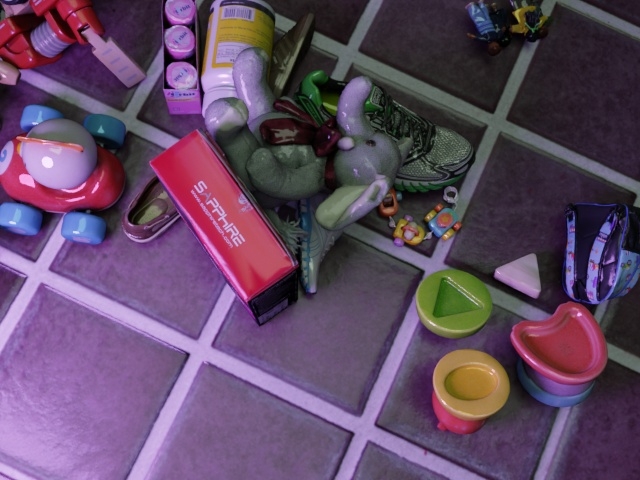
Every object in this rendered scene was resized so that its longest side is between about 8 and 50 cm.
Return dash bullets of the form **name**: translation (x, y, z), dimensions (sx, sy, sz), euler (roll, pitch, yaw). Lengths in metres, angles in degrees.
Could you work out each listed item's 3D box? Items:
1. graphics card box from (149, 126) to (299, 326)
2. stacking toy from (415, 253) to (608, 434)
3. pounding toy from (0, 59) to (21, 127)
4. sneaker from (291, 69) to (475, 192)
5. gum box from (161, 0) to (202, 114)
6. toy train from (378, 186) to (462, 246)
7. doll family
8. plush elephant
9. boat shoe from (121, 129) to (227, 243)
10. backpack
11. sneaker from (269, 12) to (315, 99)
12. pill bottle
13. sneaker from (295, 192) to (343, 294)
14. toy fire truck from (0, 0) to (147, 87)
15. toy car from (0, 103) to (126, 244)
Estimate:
- **graphics card box**: translation (-0.131, -0.001, 1.150), dimensions (0.094, 0.371, 0.233), euler (-36, 82, -7)
- **stacking toy**: translation (0.306, 0.183, 1.306), dimensions (0.308, 0.130, 0.280), euler (-12, 52, -10)
- **pounding toy**: translation (-0.641, -0.214, 1.269), dimensions (0.154, 0.155, 0.270), euler (28, 76, -2)
- **sneaker**: translation (0.107, -0.190, 1.321), dimensions (0.343, 0.146, 0.134), euler (17, 61, -1)
- **gum box**: translation (-0.246, -0.334, 1.357), dimensions (0.062, 0.107, 0.189), euler (-2, 76, -5)
- **toy train**: translation (0.175, -0.055, 1.356), dimensions (0.166, 0.046, 0.125), euler (-3, 77, -5)
- **doll family**: translation (0.362, -0.413, 1.449), dimensions (0.192, 0.076, 0.111), euler (-18, 83, -4)
- **plush elephant**: translation (0.007, -0.140, 1.167), dimensions (0.255, 0.272, 0.330), euler (-13, 113, 14)
- **boat shoe**: translation (-0.239, -0.101, 1.307), dimensions (0.095, 0.095, 0.257), euler (37, 76, 4)
- **backpack**: translation (0.498, 0.026, 1.313), dimensions (0.116, 0.158, 0.173), euler (10, 89, -21)
- **sneaker**: translation (-0.069, -0.348, 1.397), dimensions (0.071, 0.066, 0.188), euler (21, 74, 6)
- **pill bottle**: translation (-0.146, -0.310, 1.326), dimensions (0.119, 0.119, 0.209), euler (6, 75, -3)
- **sneaker**: translation (0.000, 0.000, 1.319), dimensions (0.082, 0.071, 0.191), euler (2, 76, -10)
- **toy fire truck**: translation (-0.445, -0.357, 1.325), dimensions (0.217, 0.158, 0.246), euler (-26, 99, 30)
- **toy car**: translation (-0.436, -0.133, 1.225), dimensions (0.210, 0.238, 0.219), euler (9, 75, -3)
